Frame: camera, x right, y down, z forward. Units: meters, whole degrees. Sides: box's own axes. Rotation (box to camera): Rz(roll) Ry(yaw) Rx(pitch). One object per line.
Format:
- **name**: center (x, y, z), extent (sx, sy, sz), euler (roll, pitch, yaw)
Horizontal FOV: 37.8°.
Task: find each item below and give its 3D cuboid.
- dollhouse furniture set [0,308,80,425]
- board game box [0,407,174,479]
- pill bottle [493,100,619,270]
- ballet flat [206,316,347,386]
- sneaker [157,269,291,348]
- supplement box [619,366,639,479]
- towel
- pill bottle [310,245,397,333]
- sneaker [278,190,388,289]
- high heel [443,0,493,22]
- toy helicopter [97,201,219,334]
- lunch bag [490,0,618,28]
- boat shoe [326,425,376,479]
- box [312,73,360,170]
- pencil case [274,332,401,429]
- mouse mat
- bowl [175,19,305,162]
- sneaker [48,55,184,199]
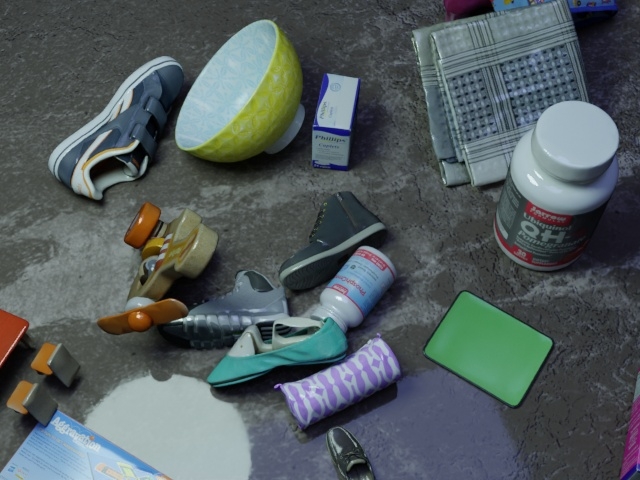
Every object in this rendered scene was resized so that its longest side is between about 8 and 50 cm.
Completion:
- **dollhouse furniture set**: center (-0.570, 0.225, 1.507), extent (0.262, 0.135, 0.259), euler (18, 62, 17)
- **board game box**: center (-0.361, 0.392, 1.491), extent (0.281, 0.027, 0.145), euler (27, 65, 15)
- **pill bottle**: center (0.402, -0.092, 1.591), extent (0.176, 0.318, 0.176), euler (-1, 61, 1)
- **ballet flat**: center (-0.079, 0.174, 1.551), extent (0.247, 0.083, 0.087), euler (-14, 101, 10)
- **sneaker**: center (-0.166, 0.112, 1.625), extent (0.228, 0.086, 0.132), euler (0, 52, -6)
- **supplement box**: center (0.561, 0.294, 1.494), extent (0.111, 0.114, 0.220), euler (16, 63, 10)
- **towel**: center (0.350, -0.276, 1.758), extent (0.324, 0.056, 0.312), euler (-14, 97, -6)
- **pill bottle**: center (0.056, 0.093, 1.622), extent (0.087, 0.087, 0.160), euler (33, 66, 17)
- **sneaker**: center (0.000, 0.000, 1.687), extent (0.222, 0.083, 0.118), euler (-27, 58, -23)
- **high heel**: center (0.351, -0.543, 1.957), extent (0.244, 0.117, 0.082), euler (-32, 65, -16)
- **toy helicopter**: center (-0.250, 0.049, 1.515), extent (0.140, 0.355, 0.235), euler (32, 71, -17)
- **lunch bag**: center (0.489, -0.549, 1.918), extent (0.293, 0.138, 0.221), euler (-17, 82, -27)
- **boat shoe**: center (0.057, 0.358, 1.495), extent (0.056, 0.049, 0.152), euler (-27, 64, -13)
- **box**: center (0.030, -0.222, 1.768), extent (0.072, 0.137, 0.126), euler (8, 61, 4)
- **pencil case**: center (0.034, 0.231, 1.545), extent (0.206, 0.086, 0.088), euler (-26, 68, -13)
- **mouse mat**: center (0.291, 0.184, 1.617), extent (0.189, 0.007, 0.152), euler (31, 65, 15)
- **bowl**: center (-0.124, -0.251, 1.758), extent (0.156, 0.289, 0.289), euler (34, 56, -31)
- **sneaker**: center (-0.353, -0.204, 1.770), extent (0.127, 0.126, 0.321), euler (38, 78, 24)
